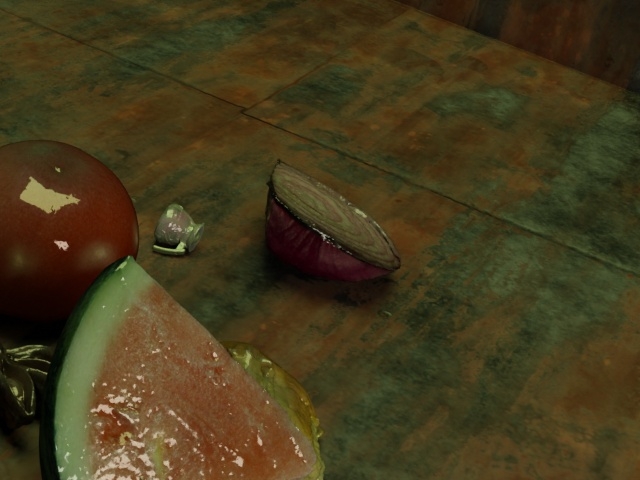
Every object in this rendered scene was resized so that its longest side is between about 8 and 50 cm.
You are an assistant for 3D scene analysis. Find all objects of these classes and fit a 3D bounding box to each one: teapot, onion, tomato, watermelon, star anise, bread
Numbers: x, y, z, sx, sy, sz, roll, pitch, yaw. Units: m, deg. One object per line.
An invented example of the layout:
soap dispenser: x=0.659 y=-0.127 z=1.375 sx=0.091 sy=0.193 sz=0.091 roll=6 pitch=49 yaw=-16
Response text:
teapot: x=-0.216 y=-0.010 z=2.001 sx=0.064 sy=0.064 sz=0.083 roll=27 pitch=61 yaw=5
onion: x=0.000 y=0.000 z=2.055 sx=0.247 sy=0.111 sz=0.250 roll=34 pitch=14 yaw=-7
tomato: x=-0.367 y=-0.011 z=1.747 sx=0.256 sy=0.224 sz=0.255 roll=14 pitch=36 yaw=-11
watermelon: x=-0.178 y=0.183 z=1.372 sx=0.293 sy=0.250 sz=0.283 roll=-11 pitch=53 yaw=15
star anise: x=-0.388 y=0.166 z=1.554 sx=0.212 sy=0.073 sz=0.197 roll=17 pitch=23 yaw=7
bread: x=-0.104 y=0.193 z=1.588 sx=0.252 sy=0.133 sz=0.174 roll=13 pitch=33 yaw=-8
